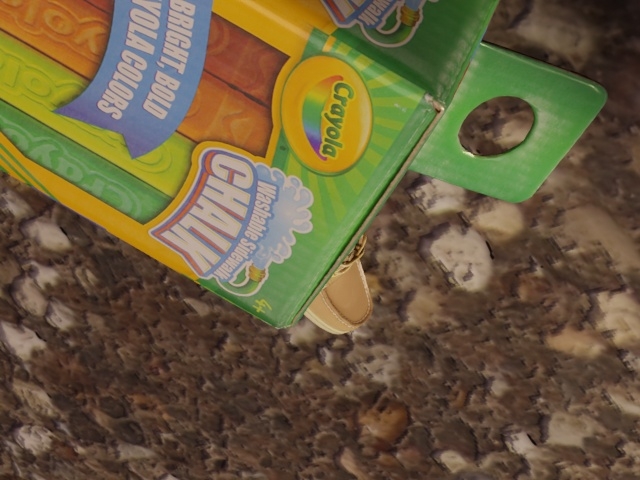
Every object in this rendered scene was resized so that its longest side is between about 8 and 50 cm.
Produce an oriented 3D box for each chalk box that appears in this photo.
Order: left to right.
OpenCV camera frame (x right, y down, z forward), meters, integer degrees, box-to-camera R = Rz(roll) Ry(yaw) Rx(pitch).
[{"bbox_3d":[-0.021,-0.098,0.639,0.289,0.179,0.180,30,140,-1],"label":"chalk box"}]

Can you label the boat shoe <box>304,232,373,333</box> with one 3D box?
[{"bbox_3d":[0.000,0.000,0.828,0.045,0.050,0.135,-2,131,38],"label":"boat shoe"}]
